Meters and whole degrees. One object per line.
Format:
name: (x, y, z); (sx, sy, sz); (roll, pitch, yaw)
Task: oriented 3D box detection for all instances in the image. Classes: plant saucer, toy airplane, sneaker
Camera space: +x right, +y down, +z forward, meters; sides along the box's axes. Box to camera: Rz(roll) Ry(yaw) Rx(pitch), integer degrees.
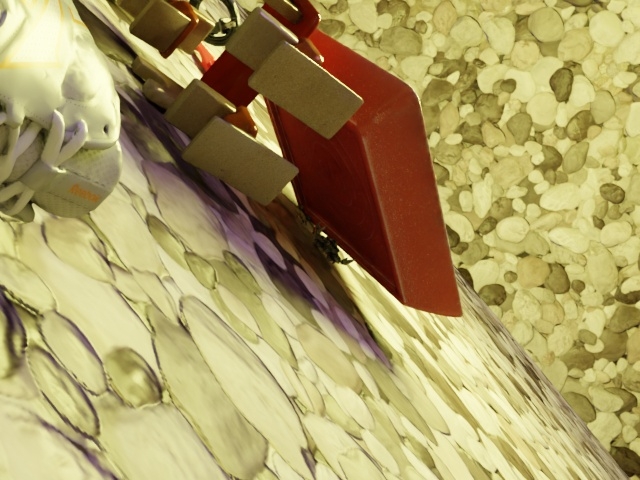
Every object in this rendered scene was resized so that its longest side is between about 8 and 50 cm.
plant saucer: (0.023, -0.069, 0.904); (0.258, 0.047, 0.259); (43, -22, 47)
toy airplane: (-0.137, -0.218, 1.141); (0.151, 0.028, 0.151); (50, 9, -11)
sneaker: (-0.115, -0.052, 0.326); (0.121, 0.099, 0.262); (52, 9, -16)

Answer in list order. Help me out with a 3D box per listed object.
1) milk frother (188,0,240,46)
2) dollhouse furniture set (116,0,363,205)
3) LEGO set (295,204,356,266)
milk frother: (-0.154, -0.270, 1.011); (0.129, 0.134, 0.143); (-18, -84, 55)
dollhouse furniture set: (-0.028, -0.187, 0.800); (0.135, 0.259, 0.262); (30, 21, -40)
LEGO set: (0.000, 0.001, 0.950); (0.083, 0.023, 0.054); (38, -14, 46)
